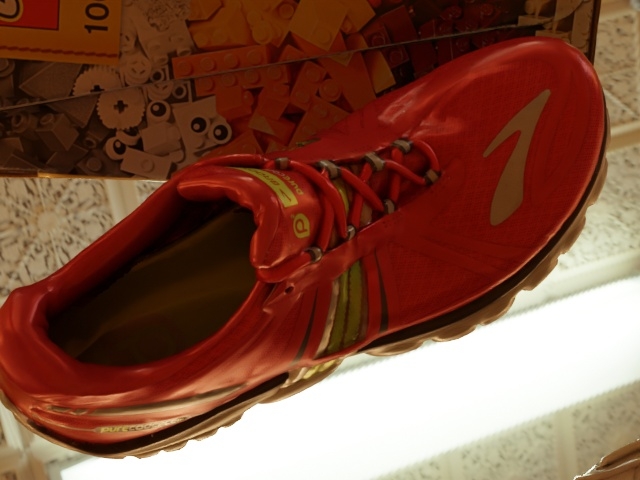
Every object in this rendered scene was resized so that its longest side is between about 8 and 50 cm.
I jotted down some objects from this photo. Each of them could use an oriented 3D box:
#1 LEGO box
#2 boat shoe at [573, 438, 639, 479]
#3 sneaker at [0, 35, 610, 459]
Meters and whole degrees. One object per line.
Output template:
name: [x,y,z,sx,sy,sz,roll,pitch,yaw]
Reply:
LEGO box: [-0.094,-0.162,0.761,0.373,0.500,0.193,3,-80,-12]
boat shoe: [0.157,0.121,0.517,0.096,0.088,0.267,49,-53,-3]
sneaker: [0.000,0.000,0.476,0.279,0.107,0.118,-32,-20,-5]
